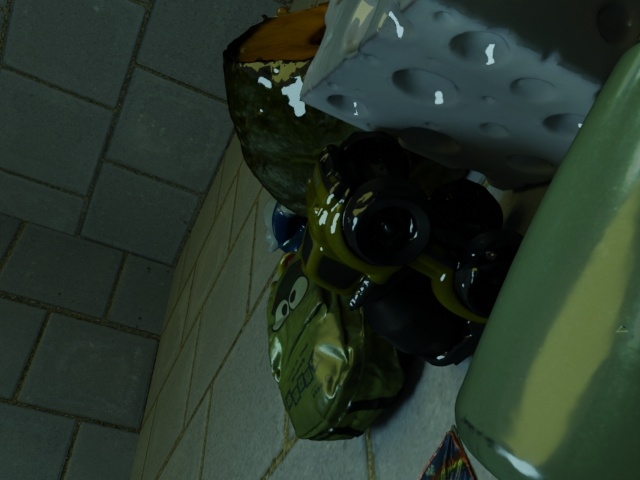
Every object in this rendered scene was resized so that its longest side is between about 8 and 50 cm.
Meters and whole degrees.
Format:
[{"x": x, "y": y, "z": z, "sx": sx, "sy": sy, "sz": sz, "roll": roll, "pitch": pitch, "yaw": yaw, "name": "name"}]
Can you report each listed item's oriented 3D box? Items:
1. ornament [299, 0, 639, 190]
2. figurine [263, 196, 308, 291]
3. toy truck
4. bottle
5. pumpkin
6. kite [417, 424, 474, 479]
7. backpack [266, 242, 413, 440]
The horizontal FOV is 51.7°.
[{"x": 0.156, "y": -0.205, "z": 0.544, "sx": 0.239, "sy": 0.239, "sz": 0.240, "roll": -13, "pitch": 59, "yaw": 70, "name": "ornament"}, {"x": 0.000, "y": 0.000, "z": 1.033, "sx": 0.283, "sy": 0.204, "sz": 0.339, "roll": -19, "pitch": 65, "yaw": 60, "name": "figurine"}, {"x": 0.074, "y": 0.018, "z": 0.594, "sx": 0.165, "sy": 0.224, "sz": 0.147, "roll": -56, "pitch": 22, "yaw": 23, "name": "toy truck"}, {"x": 0.204, "y": -0.023, "z": 0.336, "sx": 0.347, "sy": 0.168, "sz": 0.168, "roll": -68, "pitch": 17, "yaw": 2, "name": "bottle"}, {"x": 0.022, "y": -0.165, "z": 0.802, "sx": 0.303, "sy": 0.256, "sz": 0.226, "roll": 42, "pitch": 156, "yaw": 61, "name": "pumpkin"}, {"x": 0.096, "y": 0.281, "z": 0.588, "sx": 0.321, "sy": 0.016, "sz": 0.234, "roll": 142, "pitch": 143, "yaw": -61, "name": "kite"}, {"x": 0.022, "y": 0.117, "z": 0.804, "sx": 0.207, "sy": 0.139, "sz": 0.253, "roll": -59, "pitch": 27, "yaw": 34, "name": "backpack"}]
